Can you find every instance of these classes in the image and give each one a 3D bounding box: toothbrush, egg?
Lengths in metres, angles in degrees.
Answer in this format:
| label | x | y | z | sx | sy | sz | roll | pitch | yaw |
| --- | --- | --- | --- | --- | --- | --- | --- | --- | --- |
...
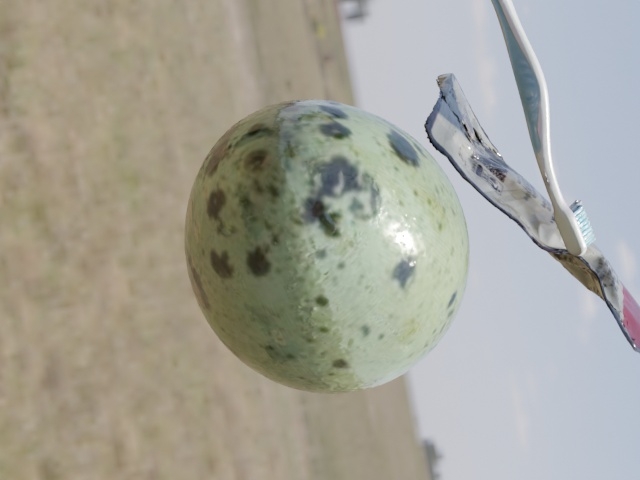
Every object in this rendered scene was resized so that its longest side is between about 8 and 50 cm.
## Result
| label | x | y | z | sx | sy | sz | roll | pitch | yaw |
| --- | --- | --- | --- | --- | --- | --- | --- | --- | --- |
| toothbrush | 0.082 | -0.068 | 0.792 | 0.017 | 0.014 | 0.162 | -35 | 110 | -40 |
| egg | 0.000 | 0.000 | 1.204 | 0.228 | 0.177 | 0.177 | 53 | 24 | -61 |

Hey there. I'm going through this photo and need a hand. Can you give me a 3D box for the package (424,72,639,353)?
| label | x | y | z | sx | sy | sz | roll | pitch | yaw |
| --- | --- | --- | --- | --- | --- | --- | --- | --- | --- |
| package | 0.165 | -0.022 | 1.465 | 0.239 | 0.030 | 0.154 | 45 | 17 | -8 |
